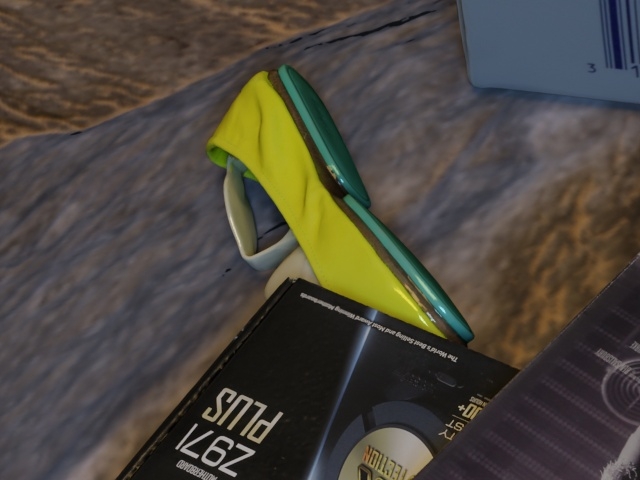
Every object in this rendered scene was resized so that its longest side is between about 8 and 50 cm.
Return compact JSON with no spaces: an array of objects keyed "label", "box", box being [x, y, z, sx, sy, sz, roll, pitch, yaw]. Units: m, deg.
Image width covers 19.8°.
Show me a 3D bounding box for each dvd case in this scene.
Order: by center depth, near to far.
[{"label":"dvd case","box":[0.132,0.105,0.709,0.164,0.018,0.221,34,62,29]}]

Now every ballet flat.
[{"label":"ballet flat","box":[0.000,0.000,0.914,0.077,0.077,0.231,-39,44,7]}]

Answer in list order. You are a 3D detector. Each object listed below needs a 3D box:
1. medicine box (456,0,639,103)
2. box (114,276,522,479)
[{"label":"medicine box","box":[0.234,-0.215,0.991,0.263,0.149,0.289,8,51,21]},{"label":"box","box":[0.022,0.116,0.787,0.180,0.077,0.147,23,57,30]}]
